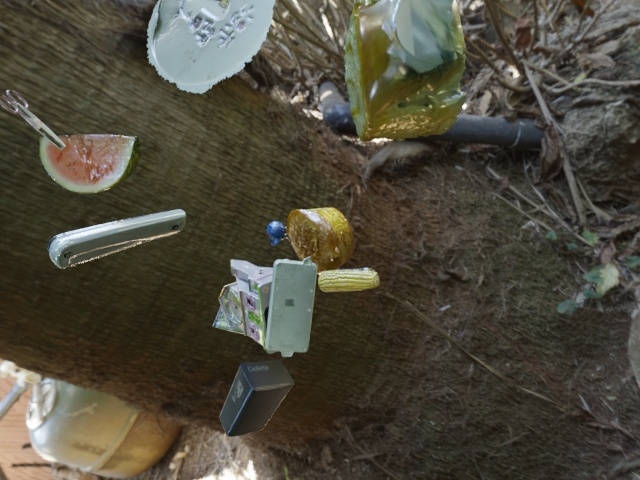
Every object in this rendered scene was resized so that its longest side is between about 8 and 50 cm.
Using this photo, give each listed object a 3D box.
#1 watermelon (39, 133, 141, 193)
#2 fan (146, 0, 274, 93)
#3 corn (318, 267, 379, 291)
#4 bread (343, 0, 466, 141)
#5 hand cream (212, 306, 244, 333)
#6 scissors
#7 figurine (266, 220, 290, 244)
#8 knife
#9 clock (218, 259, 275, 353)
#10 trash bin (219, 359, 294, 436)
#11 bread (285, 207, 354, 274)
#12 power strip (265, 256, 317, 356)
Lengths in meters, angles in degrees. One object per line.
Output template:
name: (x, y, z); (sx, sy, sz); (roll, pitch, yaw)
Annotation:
watermelon: (-0.633, -0.217, 1.183); (0.128, 0.302, 0.160); (-36, -54, -76)
fan: (-0.217, -0.390, 0.639); (0.233, 0.012, 0.415); (-46, 67, 8)
corn: (0.084, 0.121, 1.256); (0.202, 0.072, 0.072); (-7, 51, 32)
bread: (0.181, -0.441, 0.905); (0.264, 0.238, 0.396); (110, 154, -79)
hand cream: (-0.311, 0.346, 1.661); (0.055, 0.234, 0.087); (120, 170, -63)
scissors: (-0.726, -0.302, 1.041); (0.022, 0.176, 0.085); (-33, 29, 13)
figurine: (-0.139, -0.027, 1.588); (0.087, 0.149, 0.086); (-59, 46, 32)
knife: (-0.392, -0.007, 0.819); (0.040, 0.265, 0.073); (36, 128, 26)
clock: (-0.220, 0.199, 1.356); (0.309, 0.166, 0.236); (17, 116, 49)
trash bin: (-0.217, 0.517, 1.345); (0.115, 0.165, 0.226); (47, 118, 41)
bread: (0.000, 0.000, 1.410); (0.145, 0.269, 0.268); (-27, 13, -35)
power strip: (-0.078, 0.174, 1.103); (0.046, 0.117, 0.271); (-160, 76, -80)
